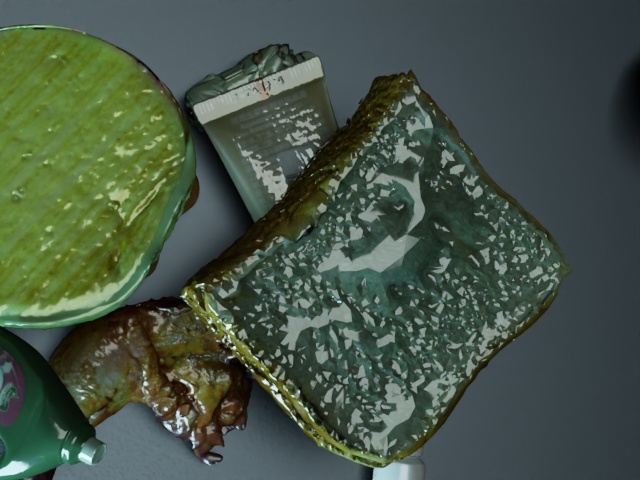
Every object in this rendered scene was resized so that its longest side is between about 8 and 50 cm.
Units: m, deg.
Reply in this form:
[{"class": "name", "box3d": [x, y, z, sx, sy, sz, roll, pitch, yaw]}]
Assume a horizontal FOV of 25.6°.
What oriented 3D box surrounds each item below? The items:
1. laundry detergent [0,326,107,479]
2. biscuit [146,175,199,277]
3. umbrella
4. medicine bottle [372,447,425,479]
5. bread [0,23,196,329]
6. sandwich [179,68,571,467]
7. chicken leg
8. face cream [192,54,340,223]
[{"class": "laundry detergent", "box3d": [-0.289, 0.155, 1.261, 0.211, 0.063, 0.137, 26, 79, 17]}, {"class": "biscuit", "box3d": [-0.233, -0.027, 1.357, 0.236, 0.039, 0.180, -38, 97, -14]}, {"class": "umbrella", "box3d": [-0.067, -0.155, 1.403, 0.143, 0.062, 0.067, -22, 73, -12]}, {"class": "medicine bottle", "box3d": [0.079, 0.237, 1.416, 0.052, 0.052, 0.089, 7, 83, -16]}, {"class": "bread", "box3d": [-0.268, -0.062, 1.309, 0.301, 0.045, 0.301, 2, 74, -8]}, {"class": "sandwich", "box3d": [0.058, 0.040, 1.309, 0.271, 0.099, 0.301, 45, 78, -9]}, {"class": "chicken leg", "box3d": [-0.167, 0.142, 1.342, 0.322, 0.083, 0.177, -11, 101, -19]}, {"class": "face cream", "box3d": [0.000, 0.000, 1.388, 0.137, 0.084, 0.341, -23, 95, -11]}]
